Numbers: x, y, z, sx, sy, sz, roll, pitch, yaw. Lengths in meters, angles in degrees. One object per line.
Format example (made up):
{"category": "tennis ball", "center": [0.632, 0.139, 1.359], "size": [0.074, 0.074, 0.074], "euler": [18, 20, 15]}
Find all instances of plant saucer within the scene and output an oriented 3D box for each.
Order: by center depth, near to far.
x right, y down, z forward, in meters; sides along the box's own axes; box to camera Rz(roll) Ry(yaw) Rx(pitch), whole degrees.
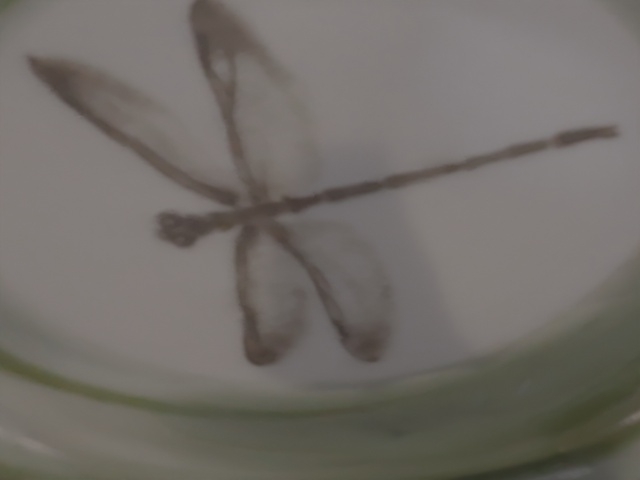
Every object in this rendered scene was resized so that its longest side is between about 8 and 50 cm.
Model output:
{"category": "plant saucer", "center": [0.000, 0.000, 0.432], "size": [0.400, 0.101, 0.400], "euler": [-2, -37, -1]}
